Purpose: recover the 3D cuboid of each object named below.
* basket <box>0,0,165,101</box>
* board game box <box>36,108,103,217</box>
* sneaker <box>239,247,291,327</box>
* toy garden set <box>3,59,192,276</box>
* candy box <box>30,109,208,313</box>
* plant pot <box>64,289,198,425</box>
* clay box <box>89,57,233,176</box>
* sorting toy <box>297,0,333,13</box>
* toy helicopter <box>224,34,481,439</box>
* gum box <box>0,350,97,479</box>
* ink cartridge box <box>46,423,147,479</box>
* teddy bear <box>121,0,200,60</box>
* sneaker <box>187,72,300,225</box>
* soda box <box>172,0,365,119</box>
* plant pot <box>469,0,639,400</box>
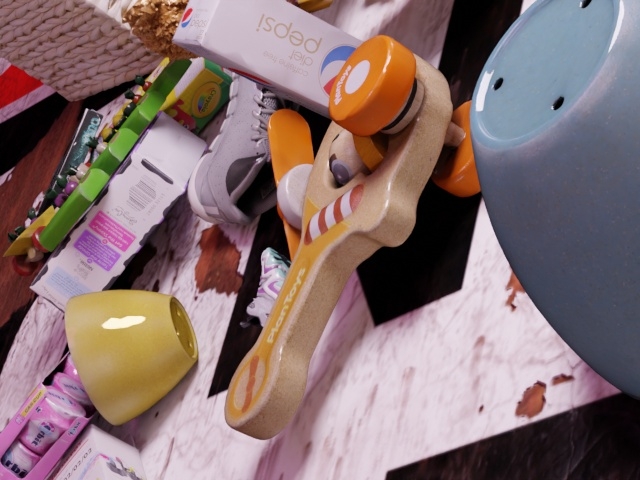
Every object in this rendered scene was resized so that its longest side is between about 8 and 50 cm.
[{"bbox_3d":[-0.294,-0.393,2.328,0.331,0.266,0.328,-13,49,56],"label":"basket"},{"bbox_3d":[-0.316,-0.068,2.205,0.186,0.026,0.126,131,160,-60],"label":"board game box"},{"bbox_3d":[-0.051,0.052,1.667,0.069,0.038,0.098,-49,27,14],"label":"sneaker"},{"bbox_3d":[-0.252,-0.083,1.957,0.204,0.049,0.244,-44,12,46],"label":"toy garden set"},{"bbox_3d":[-0.214,-0.027,1.938,0.196,0.070,0.165,-51,8,18],"label":"candy box"},{"bbox_3d":[-0.175,0.101,1.746,0.095,0.134,0.134,-21,35,10],"label":"plant pot"},{"bbox_3d":[-0.188,-0.141,2.102,0.222,0.053,0.127,-47,27,23],"label":"clay box"},{"bbox_3d":[0.041,-0.265,1.719,0.229,0.041,0.307,-17,-5,4],"label":"sorting toy"},{"bbox_3d":[0.000,0.000,1.537,0.235,0.140,0.355,7,70,62],"label":"toy helicopter"},{"bbox_3d":[-0.270,0.182,1.789,0.107,0.062,0.188,-52,3,8],"label":"gum box"},{"bbox_3d":[-0.216,0.249,1.699,0.104,0.061,0.181,-51,26,10],"label":"ink cartridge box"},{"bbox_3d":[-0.048,-0.304,1.857,0.338,0.113,0.245,-45,5,-9],"label":"teddy bear"},{"bbox_3d":[-0.043,-0.114,1.809,0.132,0.086,0.228,18,86,58],"label":"sneaker"},{"bbox_3d":[-0.022,-0.170,1.659,0.069,0.216,0.074,17,84,61],"label":"soda box"},{"bbox_3d":[0.212,-0.066,1.174,0.290,0.195,0.290,-41,30,29],"label":"plant pot"}]
